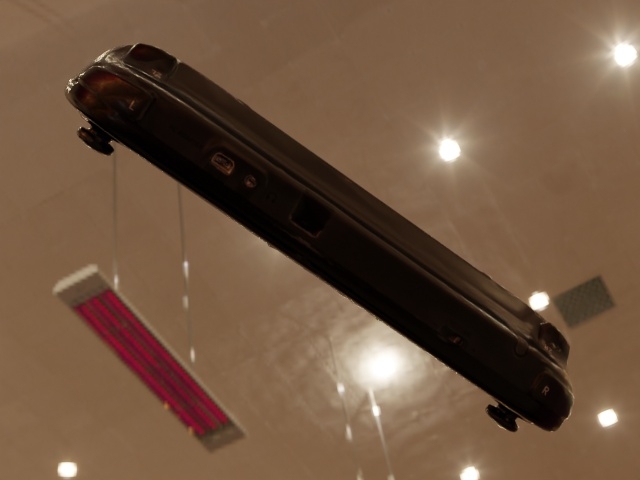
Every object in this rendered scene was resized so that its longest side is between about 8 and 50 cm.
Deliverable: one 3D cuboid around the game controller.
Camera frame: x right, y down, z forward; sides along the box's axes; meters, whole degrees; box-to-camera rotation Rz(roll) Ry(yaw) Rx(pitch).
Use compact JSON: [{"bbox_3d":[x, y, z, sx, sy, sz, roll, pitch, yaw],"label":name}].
[{"bbox_3d":[0.000,0.000,0.617,0.319,0.166,0.067,35,-96,-11],"label":"game controller"}]
